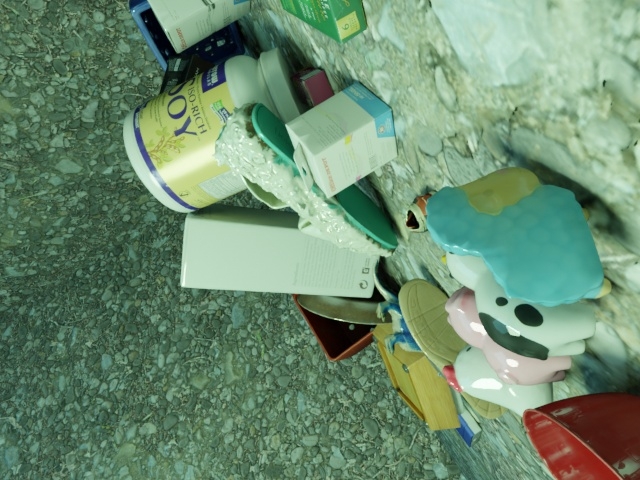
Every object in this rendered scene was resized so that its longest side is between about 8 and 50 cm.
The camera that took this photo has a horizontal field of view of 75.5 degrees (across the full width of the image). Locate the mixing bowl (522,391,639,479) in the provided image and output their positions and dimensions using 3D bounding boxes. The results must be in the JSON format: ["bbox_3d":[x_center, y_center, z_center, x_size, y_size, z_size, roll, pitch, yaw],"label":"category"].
[{"bbox_3d":[0.290,0.209,0.374,0.181,0.098,0.181,57,174,9],"label":"mixing bowl"}]

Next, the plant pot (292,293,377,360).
[{"bbox_3d":[0.114,0.240,1.398,0.267,0.267,0.236,55,-175,32],"label":"plant pot"}]

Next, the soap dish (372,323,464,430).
[{"bbox_3d":[0.265,0.359,1.142,0.229,0.118,0.290,37,152,62],"label":"soap dish"}]

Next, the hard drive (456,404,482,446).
[{"bbox_3d":[0.389,0.491,1.330,0.318,0.040,0.210,54,173,37],"label":"hard drive"}]

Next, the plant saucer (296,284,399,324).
[{"bbox_3d":[0.093,0.153,1.133,0.310,0.311,0.050,-141,58,-74],"label":"plant saucer"}]

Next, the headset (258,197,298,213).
[{"bbox_3d":[-0.041,-0.041,1.522,0.394,0.185,0.243,49,179,-26],"label":"headset"}]

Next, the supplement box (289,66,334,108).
[{"bbox_3d":[-0.016,-0.276,0.743,0.054,0.043,0.083,62,174,-34],"label":"supplement box"}]

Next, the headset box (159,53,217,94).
[{"bbox_3d":[-0.254,-0.386,1.122,0.293,0.110,0.218,13,-169,-38],"label":"headset box"}]

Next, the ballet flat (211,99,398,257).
[{"bbox_3d":[-0.022,-0.086,0.761,0.409,0.147,0.147,39,-174,-31],"label":"ballet flat"}]

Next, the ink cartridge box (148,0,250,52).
[{"bbox_3d":[-0.244,-0.488,0.853,0.082,0.191,0.139,60,174,-11],"label":"ink cartridge box"}]

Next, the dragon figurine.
[{"bbox_3d":[0.210,0.176,0.952,0.085,0.144,0.288,93,163,-78],"label":"dragon figurine"}]

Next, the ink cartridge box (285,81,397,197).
[{"bbox_3d":[0.024,-0.140,0.598,0.089,0.143,0.092,55,173,35],"label":"ink cartridge box"}]

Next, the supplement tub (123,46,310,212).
[{"bbox_3d":[-0.190,-0.220,0.844,0.241,0.332,0.240,-22,-90,-78],"label":"supplement tub"}]

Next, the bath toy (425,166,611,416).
[{"bbox_3d":[0.190,0.085,0.449,0.348,0.129,0.151,66,-155,-47],"label":"bath toy"}]

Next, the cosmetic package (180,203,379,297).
[{"bbox_3d":[-0.104,0.019,1.035,0.230,0.454,0.161,-137,54,-68],"label":"cosmetic package"}]

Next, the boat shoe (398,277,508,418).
[{"bbox_3d":[0.240,0.201,0.785,0.285,0.103,0.092,52,169,7],"label":"boat shoe"}]

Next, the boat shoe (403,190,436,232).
[{"bbox_3d":[0.146,-0.035,0.619,0.049,0.043,0.137,56,175,10],"label":"boat shoe"}]

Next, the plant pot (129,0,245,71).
[{"bbox_3d":[-0.374,-0.621,1.147,0.236,0.236,0.212,68,177,-57],"label":"plant pot"}]

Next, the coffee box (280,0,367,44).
[{"bbox_3d":[-0.015,-0.322,0.500,0.184,0.041,0.113,54,173,43],"label":"coffee box"}]
